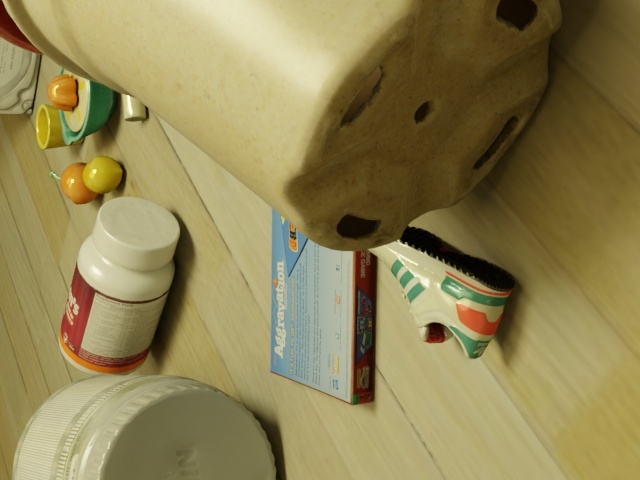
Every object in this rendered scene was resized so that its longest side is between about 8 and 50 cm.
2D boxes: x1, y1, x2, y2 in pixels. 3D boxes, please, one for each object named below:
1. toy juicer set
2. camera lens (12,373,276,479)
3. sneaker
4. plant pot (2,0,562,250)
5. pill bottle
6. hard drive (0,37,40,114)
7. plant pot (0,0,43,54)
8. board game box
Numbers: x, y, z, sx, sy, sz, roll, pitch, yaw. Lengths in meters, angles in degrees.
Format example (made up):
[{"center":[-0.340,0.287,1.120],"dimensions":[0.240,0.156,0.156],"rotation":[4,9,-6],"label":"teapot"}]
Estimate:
[{"center":[-0.329,-0.176,1.312],"dimensions":[0.329,0.089,0.209],"rotation":[-46,55,47],"label":"toy juicer set"},{"center":[-0.201,0.258,1.033],"dimensions":[0.274,0.219,0.219],"rotation":[-12,83,56],"label":"camera lens"},{"center":[0.079,0.038,0.737],"dimensions":[0.161,0.057,0.075],"rotation":[29,111,49],"label":"sneaker"},{"center":[-0.014,-0.170,0.665],"dimensions":[0.305,0.333,0.334],"rotation":[47,131,30],"label":"plant pot"},{"center":[-0.253,0.060,1.186],"dimensions":[0.121,0.121,0.221],"rotation":[56,136,38],"label":"pill bottle"},{"center":[-0.629,-0.322,1.529],"dimensions":[0.064,0.339,0.237],"rotation":[51,132,42],"label":"hard drive"},{"center":[-0.259,-0.387,1.028],"dimensions":[0.272,0.272,0.265],"rotation":[-43,56,50],"label":"plant pot"},{"center":[0.000,0.000,0.882],"dimensions":[0.145,0.027,0.281],"rotation":[10,101,55],"label":"board game box"}]
